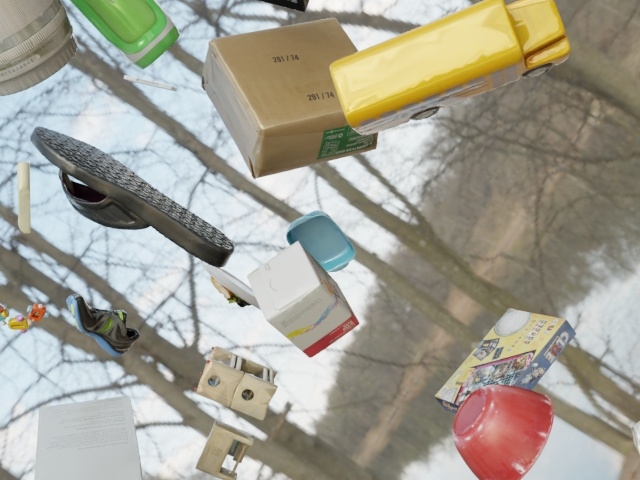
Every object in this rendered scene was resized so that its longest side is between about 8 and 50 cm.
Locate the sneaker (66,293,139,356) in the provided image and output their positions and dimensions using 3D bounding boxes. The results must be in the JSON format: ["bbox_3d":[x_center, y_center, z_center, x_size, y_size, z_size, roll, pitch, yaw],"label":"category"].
[{"bbox_3d":[-0.404,0.147,1.619,0.078,0.067,0.188,-38,-42,-1],"label":"sneaker"}]

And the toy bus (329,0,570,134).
[{"bbox_3d":[0.192,-0.265,1.285,0.333,0.108,0.130,-19,-9,14],"label":"toy bus"}]

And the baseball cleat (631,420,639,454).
[{"bbox_3d":[0.495,0.241,1.210,0.072,0.110,0.205,52,-130,-70],"label":"baseball cleat"}]

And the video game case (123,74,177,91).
[{"bbox_3d":[-0.429,-0.397,2.200,0.087,0.122,0.011,-105,28,-84],"label":"video game case"}]

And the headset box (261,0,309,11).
[{"bbox_3d":[-0.155,-0.596,1.712,0.246,0.283,0.131,73,-145,-74],"label":"headset box"}]

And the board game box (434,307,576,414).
[{"bbox_3d":[0.348,0.237,1.647,0.243,0.042,0.165,-46,22,-17],"label":"board game box"}]

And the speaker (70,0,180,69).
[{"bbox_3d":[-0.419,-0.485,1.724,0.131,0.296,0.131,-36,22,17],"label":"speaker"}]

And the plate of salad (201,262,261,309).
[{"bbox_3d":[-0.204,0.119,2.043,0.048,0.200,0.200,-55,-9,1],"label":"plate of salad"}]

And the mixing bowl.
[{"bbox_3d":[0.277,0.300,1.397,0.181,0.098,0.181,-56,9,13],"label":"mixing bowl"}]

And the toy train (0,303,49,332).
[{"bbox_3d":[-0.828,0.189,2.363,0.125,0.166,0.046,-56,27,34],"label":"toy train"}]

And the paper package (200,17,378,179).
[{"bbox_3d":[-0.057,-0.323,1.952,0.325,0.309,0.168,-16,-31,-23],"label":"paper package"}]

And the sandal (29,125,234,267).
[{"bbox_3d":[-0.375,-0.064,1.649,0.107,0.446,0.167,-56,1,11],"label":"sandal"}]

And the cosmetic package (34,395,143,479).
[{"bbox_3d":[-0.335,0.404,1.283,0.385,0.156,0.217,-140,46,-67],"label":"cosmetic package"}]

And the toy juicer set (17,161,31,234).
[{"bbox_3d":[-0.832,-0.148,2.104,0.089,0.329,0.209,135,152,-58],"label":"toy juicer set"}]

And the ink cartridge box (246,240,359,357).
[{"bbox_3d":[-0.034,0.116,1.689,0.127,0.128,0.176,-35,-42,7],"label":"ink cartridge box"}]

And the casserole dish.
[{"bbox_3d":[0.000,0.000,1.912,0.114,0.188,0.037,-28,41,14],"label":"casserole dish"}]

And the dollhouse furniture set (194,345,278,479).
[{"bbox_3d":[-0.171,0.303,1.535,0.129,0.129,0.183,-129,63,-85],"label":"dollhouse furniture set"}]

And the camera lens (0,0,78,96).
[{"bbox_3d":[-0.593,-0.428,1.567,0.219,0.220,0.274,-52,-45,-31],"label":"camera lens"}]
